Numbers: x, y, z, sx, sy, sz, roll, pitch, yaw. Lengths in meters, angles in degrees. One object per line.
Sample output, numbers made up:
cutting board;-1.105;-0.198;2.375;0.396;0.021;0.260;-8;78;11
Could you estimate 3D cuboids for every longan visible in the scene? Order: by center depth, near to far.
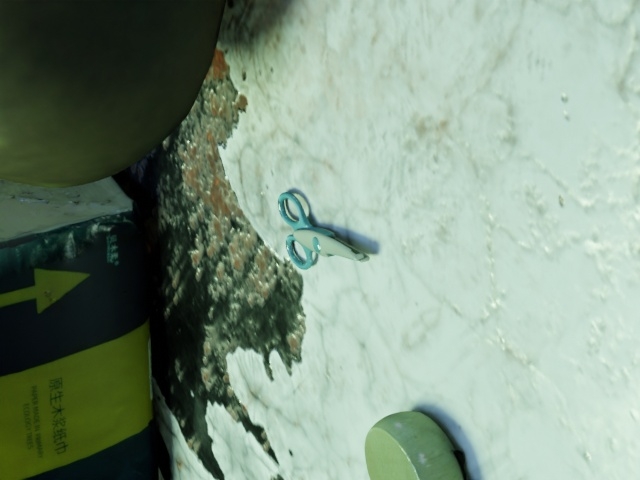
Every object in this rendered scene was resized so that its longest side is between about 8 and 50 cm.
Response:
longan;-0.196;-0.197;0.834;0.288;0.288;0.350;48;141;38

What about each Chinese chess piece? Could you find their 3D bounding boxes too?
Chinese chess piece;0.062;0.152;0.821;0.084;0.034;0.084;43;143;46

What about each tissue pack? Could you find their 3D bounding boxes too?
tissue pack;-0.316;0.108;1.253;0.264;0.253;0.417;38;137;46

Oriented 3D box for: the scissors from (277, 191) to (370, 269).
scissors;0.000;0.000;0.866;0.119;0.014;0.058;20;124;61
